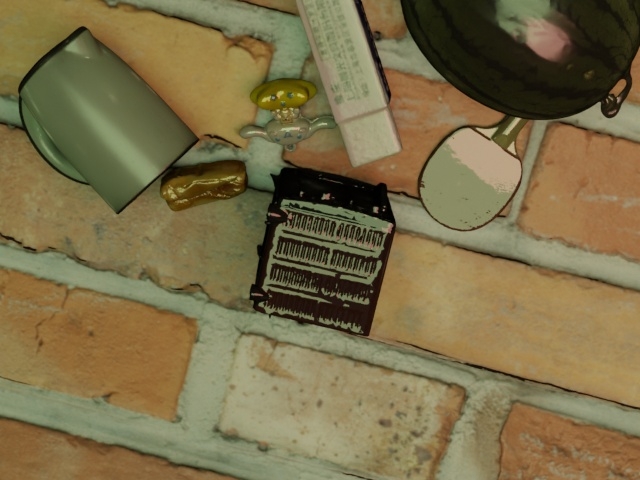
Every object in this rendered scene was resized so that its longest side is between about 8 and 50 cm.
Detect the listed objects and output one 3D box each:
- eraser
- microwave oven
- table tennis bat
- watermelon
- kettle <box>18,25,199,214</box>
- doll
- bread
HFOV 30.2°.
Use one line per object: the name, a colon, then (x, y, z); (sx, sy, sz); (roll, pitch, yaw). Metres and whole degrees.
eraser: (0.040, -0.257, 1.677); (0.086, 0.130, 0.287); (-17, 103, 8)
microwave oven: (0.001, 0.002, 1.682); (0.178, 0.247, 0.188); (10, 105, -3)
table tennis bat: (0.247, -0.124, 1.758); (0.138, 0.022, 0.246); (36, 104, -7)
watermelon: (0.275, -0.305, 1.580); (0.359, 0.279, 0.279); (34, 102, 0)
kettle: (-0.328, -0.163, 1.709); (0.236, 0.161, 0.221); (47, 131, -8)
doll: (-0.058, -0.182, 1.738); (0.135, 0.071, 0.113); (-27, 119, 14)
bread: (-0.170, -0.085, 1.754); (0.132, 0.074, 0.053); (-10, 113, 6)
